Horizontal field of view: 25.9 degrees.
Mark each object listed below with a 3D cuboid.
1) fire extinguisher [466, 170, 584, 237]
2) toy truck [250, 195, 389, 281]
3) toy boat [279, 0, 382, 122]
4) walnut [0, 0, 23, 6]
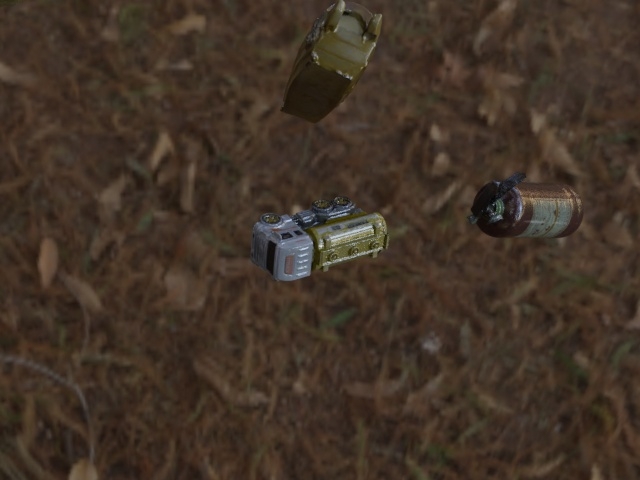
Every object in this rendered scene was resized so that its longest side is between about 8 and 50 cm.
[{"bbox_3d":[0.248,-0.047,1.689,0.231,0.099,0.071,2,51,-54],"label":"fire extinguisher"},{"bbox_3d":[0.000,0.000,1.292,0.123,0.052,0.063,-15,38,-30],"label":"toy truck"},{"bbox_3d":[0.014,-0.241,1.847,0.089,0.310,0.115,20,76,-5],"label":"toy boat"},{"bbox_3d":[-0.392,-0.369,1.484,0.283,0.283,0.227,38,99,22],"label":"walnut"}]
